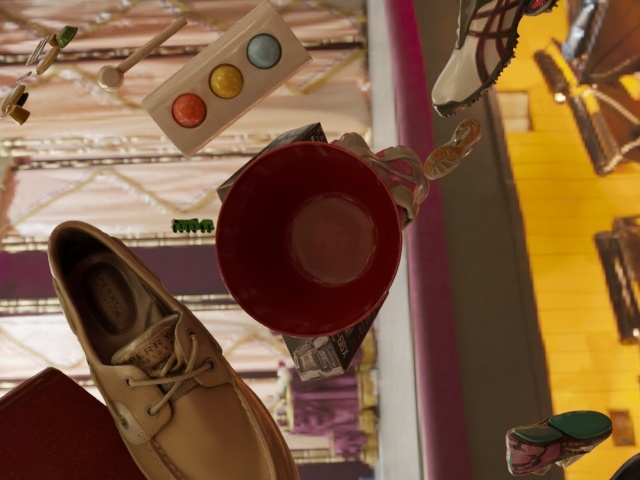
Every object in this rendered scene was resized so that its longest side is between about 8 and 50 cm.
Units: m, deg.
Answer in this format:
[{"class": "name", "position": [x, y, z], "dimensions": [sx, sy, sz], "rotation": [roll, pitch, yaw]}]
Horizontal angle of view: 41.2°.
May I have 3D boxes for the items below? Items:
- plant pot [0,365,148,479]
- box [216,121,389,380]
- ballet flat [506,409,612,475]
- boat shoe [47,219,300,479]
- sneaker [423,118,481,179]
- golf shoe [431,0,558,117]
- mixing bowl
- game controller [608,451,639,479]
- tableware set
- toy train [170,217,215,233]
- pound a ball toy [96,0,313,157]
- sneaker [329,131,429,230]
[{"class": "plant pot", "position": [-0.260, 0.269, 0.770], "dimensions": [0.236, 0.267, 0.267], "rotation": [-54, 9, -28]}, {"class": "box", "position": [-0.013, 0.010, 1.242], "dimensions": [0.308, 0.076, 0.242], "rotation": [67, -152, -17]}, {"class": "ballet flat", "position": [0.350, 0.306, 1.271], "dimensions": [0.077, 0.221, 0.079], "rotation": [30, 114, 46]}, {"class": "boat shoe", "position": [-0.128, 0.105, 0.677], "dimensions": [0.302, 0.109, 0.098], "rotation": [50, 165, 25]}, {"class": "sneaker", "position": [0.151, -0.097, 0.955], "dimensions": [0.032, 0.083, 0.037], "rotation": [47, -175, 21]}, {"class": "golf shoe", "position": [0.210, -0.286, 1.088], "dimensions": [0.273, 0.120, 0.105], "rotation": [-54, 16, 27]}, {"class": "mixing bowl", "position": [0.000, 0.000, 0.829], "dimensions": [0.098, 0.181, 0.182], "rotation": [2, -94, -73]}, {"class": "game controller", "position": [0.398, 0.355, 0.817], "dimensions": [0.319, 0.166, 0.067], "rotation": [42, 162, 18]}, {"class": "tableware set", "position": [-0.369, -0.215, 1.118], "dimensions": [0.024, 0.104, 0.154], "rotation": [38, -121, -33]}, {"class": "toy train", "position": [-0.207, -0.025, 1.380], "dimensions": [0.017, 0.083, 0.024], "rotation": [-38, 63, 40]}, {"class": "pound a ball toy", "position": [-0.199, -0.288, 1.431], "dimensions": [0.208, 0.319, 0.136], "rotation": [52, -173, -15]}, {"class": "sneaker", "position": [0.071, -0.051, 1.056], "dimensions": [0.252, 0.103, 0.111], "rotation": [1, -121, -59]}]
